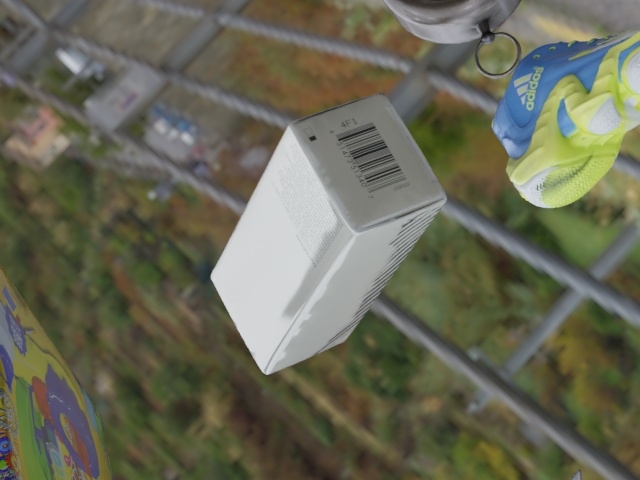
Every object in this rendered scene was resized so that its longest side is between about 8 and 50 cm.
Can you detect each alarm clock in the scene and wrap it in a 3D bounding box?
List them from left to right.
[{"bbox_3d":[0.116,-0.219,1.485,0.192,0.129,0.064,64,-171,18],"label":"alarm clock"}]

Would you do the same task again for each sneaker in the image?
[{"bbox_3d":[0.231,-0.143,1.445,0.091,0.240,0.126,35,-164,-50],"label":"sneaker"}]

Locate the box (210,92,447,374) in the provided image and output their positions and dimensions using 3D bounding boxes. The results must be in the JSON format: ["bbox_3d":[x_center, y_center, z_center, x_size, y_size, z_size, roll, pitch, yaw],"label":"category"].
[{"bbox_3d":[0.000,0.000,1.474,0.113,0.094,0.275,61,152,16],"label":"box"}]

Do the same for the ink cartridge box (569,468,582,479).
[{"bbox_3d":[0.201,0.406,1.699,0.307,0.072,0.304,-25,-70,-69],"label":"ink cartridge box"}]

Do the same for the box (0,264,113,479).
[{"bbox_3d":[-0.285,0.207,1.423,0.290,0.177,0.279,68,-175,-53],"label":"box"}]
